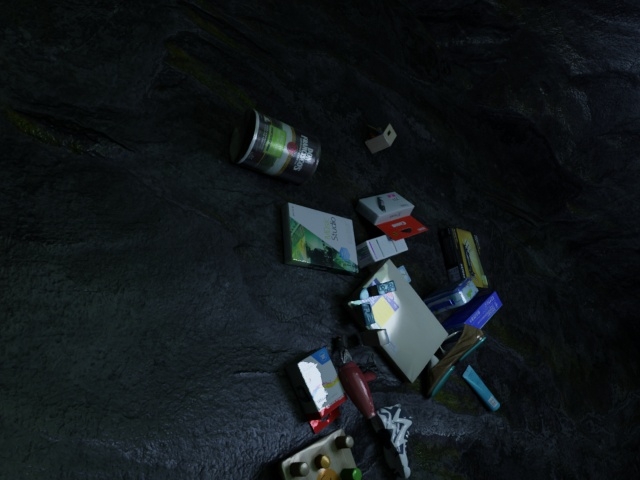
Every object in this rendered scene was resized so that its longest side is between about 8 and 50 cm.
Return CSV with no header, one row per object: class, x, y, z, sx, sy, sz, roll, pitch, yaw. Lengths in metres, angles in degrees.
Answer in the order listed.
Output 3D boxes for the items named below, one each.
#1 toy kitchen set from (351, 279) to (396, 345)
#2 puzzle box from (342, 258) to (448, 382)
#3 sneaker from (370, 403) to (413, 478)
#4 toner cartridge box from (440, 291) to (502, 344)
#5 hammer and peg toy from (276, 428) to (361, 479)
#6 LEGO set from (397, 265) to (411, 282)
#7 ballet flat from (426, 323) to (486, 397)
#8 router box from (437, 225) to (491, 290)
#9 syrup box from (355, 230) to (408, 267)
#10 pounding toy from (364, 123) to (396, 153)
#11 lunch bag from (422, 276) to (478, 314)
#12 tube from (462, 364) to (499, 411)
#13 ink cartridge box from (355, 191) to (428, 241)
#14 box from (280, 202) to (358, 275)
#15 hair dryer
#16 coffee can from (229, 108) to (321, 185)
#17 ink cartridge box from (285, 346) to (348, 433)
toy kitchen set,0.227,0.261,1.658,0.165,0.122,0.207,-11,84,-27
puzzle box,0.300,0.310,1.783,0.272,0.052,0.409,-42,98,-27
sneaker,0.285,0.686,1.592,0.152,0.094,0.235,-14,67,-35
toner cartridge box,0.673,0.347,2.057,0.347,0.165,0.075,-25,85,-44
hammer and peg toy,0.030,0.768,1.307,0.265,0.127,0.362,-8,73,-43
LEGO set,0.360,0.239,1.923,0.182,0.060,0.245,-21,83,-41
ballet flat,0.513,0.469,1.837,0.124,0.342,0.116,41,-2,29
router box,0.726,0.100,2.290,0.242,0.081,0.309,11,61,-37
syrup box,0.251,0.036,1.908,0.236,0.093,0.097,-14,78,-44
pounding toy,0.282,-0.510,2.212,0.100,0.130,0.141,53,44,-22
lunch bag,0.558,0.245,1.971,0.176,0.219,0.090,-26,85,-44
tube,0.706,0.654,2.008,0.207,0.052,0.080,53,40,2
ink cartridge box,0.325,-0.112,2.000,0.275,0.060,0.239,-16,47,-44
box,0.000,0.000,1.737,0.321,0.058,0.233,12,61,-35
hair dryer,0.150,0.466,1.551,0.223,0.080,0.294,34,32,-23
coffee can,-0.167,-0.335,1.671,0.275,0.201,0.202,15,59,-34
ink cartridge box,-0.003,0.481,1.466,0.134,0.078,0.231,-20,82,-45
